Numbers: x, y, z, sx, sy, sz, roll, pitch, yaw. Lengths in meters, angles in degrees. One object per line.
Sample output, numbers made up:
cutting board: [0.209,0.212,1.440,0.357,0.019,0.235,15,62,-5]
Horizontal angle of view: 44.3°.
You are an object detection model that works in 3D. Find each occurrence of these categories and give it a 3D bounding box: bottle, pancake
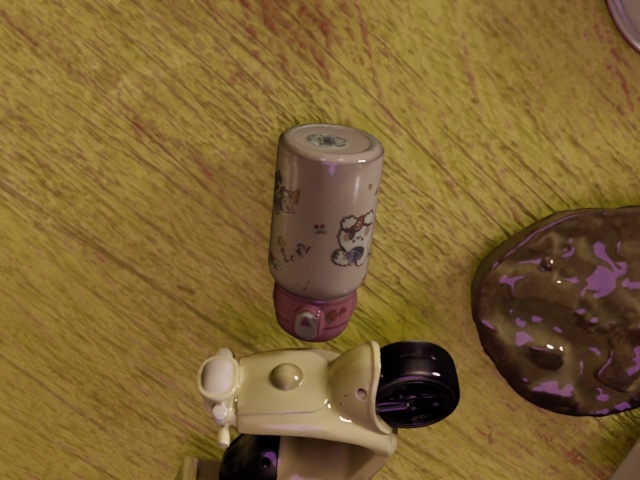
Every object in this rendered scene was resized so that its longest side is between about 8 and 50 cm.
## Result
bottle: [0.000,0.000,0.839,0.110,0.110,0.233,6,116,-3]
pancake: [0.319,0.084,0.915,0.295,0.049,0.294,0,116,1]

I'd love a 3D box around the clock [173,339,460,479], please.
clock: [-0.027,0.236,0.919,0.277,0.120,0.378,11,130,-14]

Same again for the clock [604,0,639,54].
clock: [0.381,-0.274,0.729,0.245,0.056,0.244,0,117,1]

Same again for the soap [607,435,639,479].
soap: [0.437,0.262,0.968,0.122,0.064,0.183,-1,124,-42]
